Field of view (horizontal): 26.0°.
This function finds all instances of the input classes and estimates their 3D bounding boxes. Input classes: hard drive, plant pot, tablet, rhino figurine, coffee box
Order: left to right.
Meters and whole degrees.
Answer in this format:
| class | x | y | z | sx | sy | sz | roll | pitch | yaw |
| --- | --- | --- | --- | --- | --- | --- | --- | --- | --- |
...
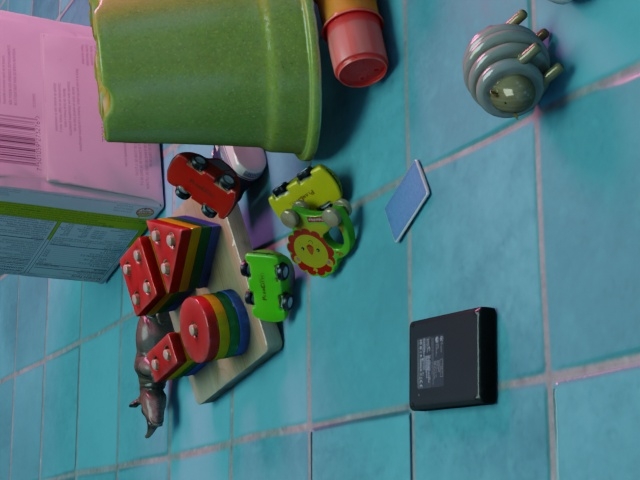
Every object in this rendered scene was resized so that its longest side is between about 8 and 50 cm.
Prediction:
| class | x | y | z | sx | sy | sz | roll | pitch | yaw |
| --- | --- | --- | --- | --- | --- | --- | --- | --- | --- |
| coffee box | -0.489 | -0.152 | 2.387 | 0.334 | 0.338 | 0.337 | 135 | 135 | -54 |
| rhino figurine | -0.246 | 0.183 | 2.111 | 0.106 | 0.073 | 0.243 | 19 | 103 | 60 |
| plant pot | -0.149 | -0.220 | 1.702 | 0.276 | 0.254 | 0.276 | 173 | 90 | -80 |
| tablet | 0.095 | -0.043 | 1.526 | 0.083 | 0.006 | 0.054 | -59 | 35 | 40 |
| hard drive | 0.131 | 0.121 | 1.394 | 0.135 | 0.022 | 0.094 | -20 | 67 | 62 |

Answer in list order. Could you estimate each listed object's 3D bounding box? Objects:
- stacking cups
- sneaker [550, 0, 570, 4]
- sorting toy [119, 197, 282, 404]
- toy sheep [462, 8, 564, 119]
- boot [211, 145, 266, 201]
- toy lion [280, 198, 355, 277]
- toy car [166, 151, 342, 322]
| class | x | y | z | sx | sy | sz | roll | pitch | yaw |
| --- | --- | --- | --- | --- | --- | --- | --- | --- | --- |
| stacking cups | 0.016 | -0.328 | 1.651 | 0.096 | 0.096 | 0.316 | -51 | 40 | 49 |
| sneaker | 0.145 | -0.330 | 1.321 | 0.305 | 0.152 | 0.114 | -119 | 40 | -52 |
| sorting toy | -0.177 | 0.074 | 1.901 | 0.255 | 0.089 | 0.257 | -41 | 63 | 55 |
| toy sheep | 0.175 | -0.164 | 1.301 | 0.132 | 0.091 | 0.091 | -95 | 24 | -53 |
| boot | -0.132 | -0.148 | 1.949 | 0.086 | 0.069 | 0.190 | -49 | 44 | 45 |
| toy lion | 0.000 | 0.000 | 1.653 | 0.100 | 0.034 | 0.096 | -1 | 118 | 38 |
| toy car | -0.069 | -0.006 | 1.743 | 0.239 | 0.053 | 0.225 | 6 | 118 | 24 |
